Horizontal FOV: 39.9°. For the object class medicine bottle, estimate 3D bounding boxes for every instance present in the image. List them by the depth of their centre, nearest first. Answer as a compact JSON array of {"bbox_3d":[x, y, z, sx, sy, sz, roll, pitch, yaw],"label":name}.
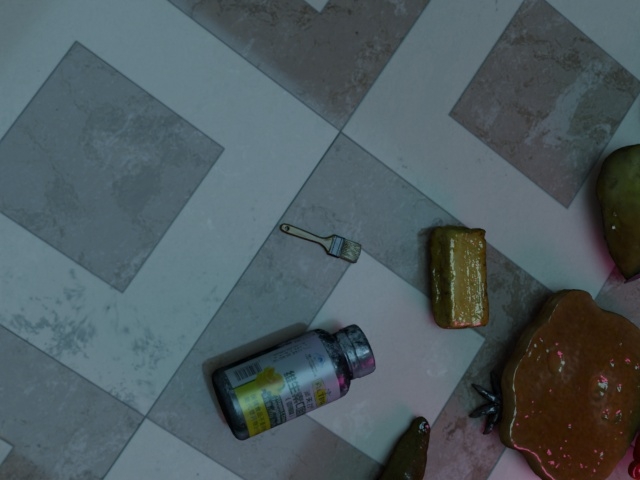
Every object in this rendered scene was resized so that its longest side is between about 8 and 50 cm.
[{"bbox_3d":[-0.046,0.255,1.651,0.293,0.141,0.141,-21,95,-15],"label":"medicine bottle"}]

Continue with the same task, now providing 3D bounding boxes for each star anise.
[{"bbox_3d":[0.371,0.342,1.816,0.141,0.042,0.141,0,90,-14],"label":"star anise"}]

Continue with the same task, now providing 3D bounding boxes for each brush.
[{"bbox_3d":[0.000,0.000,1.730,0.170,0.014,0.043,20,83,-14],"label":"brush"}]

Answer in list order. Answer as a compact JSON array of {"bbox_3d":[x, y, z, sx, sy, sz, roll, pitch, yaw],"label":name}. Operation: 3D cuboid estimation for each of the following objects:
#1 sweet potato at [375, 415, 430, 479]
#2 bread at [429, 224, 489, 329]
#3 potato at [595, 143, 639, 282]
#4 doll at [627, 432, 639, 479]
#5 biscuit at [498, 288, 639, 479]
[{"bbox_3d":[0.134,0.473,1.727,0.112,0.085,0.285,41,79,-7],"label":"sweet potato"},{"bbox_3d":[0.278,0.074,1.770,0.114,0.083,0.211,0,90,-21],"label":"bread"},{"bbox_3d":[0.682,-0.072,1.837,0.229,0.229,0.266,-18,79,-15],"label":"potato"},{"bbox_3d":[0.786,0.377,1.869,0.363,0.160,0.182,-40,115,-10],"label":"doll"},{"bbox_3d":[0.529,0.315,1.834,0.365,0.062,0.385,34,77,-22],"label":"biscuit"}]
